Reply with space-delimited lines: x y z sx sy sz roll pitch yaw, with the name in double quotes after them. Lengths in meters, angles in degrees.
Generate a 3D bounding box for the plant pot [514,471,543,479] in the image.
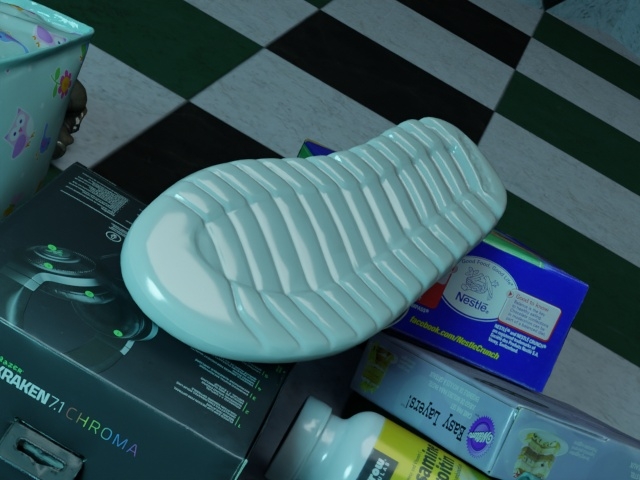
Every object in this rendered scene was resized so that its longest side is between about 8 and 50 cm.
0.206 0.311 0.949 0.234 0.165 0.166 28 22 -26 "plant pot"

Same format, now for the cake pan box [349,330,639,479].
0.193 0.173 1.191 0.266 0.070 0.245 23 2 -30 "cake pan box"

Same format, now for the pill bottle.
0.052 0.200 1.059 0.184 0.103 0.103 30 23 1 "pill bottle"

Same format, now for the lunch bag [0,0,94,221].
-0.315 -0.075 1.043 0.160 0.223 0.262 26 25 6 "lunch bag"

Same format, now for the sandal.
0.008 0.012 1.074 0.416 0.102 0.169 -19 68 -45 "sandal"

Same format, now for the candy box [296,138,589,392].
0.093 0.015 1.354 0.268 0.122 0.317 24 5 -9 "candy box"

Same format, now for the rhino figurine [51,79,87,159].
-0.351 -0.174 1.392 0.243 0.073 0.106 28 27 -1 "rhino figurine"

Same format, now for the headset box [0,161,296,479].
-0.155 0.092 1.004 0.246 0.131 0.283 30 23 -1 "headset box"
